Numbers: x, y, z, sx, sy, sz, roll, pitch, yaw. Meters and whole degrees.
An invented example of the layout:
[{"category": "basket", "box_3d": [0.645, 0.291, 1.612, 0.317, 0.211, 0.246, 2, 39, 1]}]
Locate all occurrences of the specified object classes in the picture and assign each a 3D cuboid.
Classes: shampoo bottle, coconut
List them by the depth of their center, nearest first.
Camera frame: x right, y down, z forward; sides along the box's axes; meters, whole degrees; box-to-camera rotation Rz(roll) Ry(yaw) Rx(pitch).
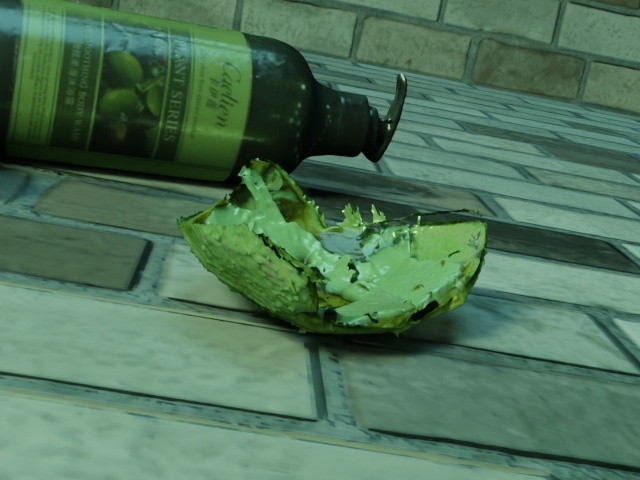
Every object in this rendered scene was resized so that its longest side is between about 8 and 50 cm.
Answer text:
[{"category": "coconut", "box_3d": [0.001, 0.005, 0.446, 0.158, 0.055, 0.133, 2, 16, -37]}, {"category": "shampoo bottle", "box_3d": [-0.082, -0.090, 0.656, 0.283, 0.101, 0.101, 6, 15, -21]}]
